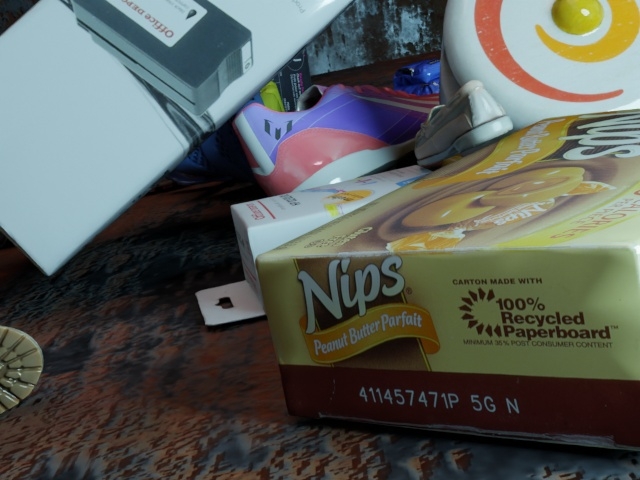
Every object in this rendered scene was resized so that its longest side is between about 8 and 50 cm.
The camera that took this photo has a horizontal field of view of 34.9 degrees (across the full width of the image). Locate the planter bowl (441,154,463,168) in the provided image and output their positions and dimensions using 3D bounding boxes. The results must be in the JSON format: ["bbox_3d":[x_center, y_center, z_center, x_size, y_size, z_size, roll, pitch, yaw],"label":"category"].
[{"bbox_3d":[0.201,-0.103,0.917,0.217,0.090,0.217,-11,12,3],"label":"planter bowl"}]

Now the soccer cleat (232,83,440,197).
[{"bbox_3d":[0.043,-0.107,0.955,0.109,0.116,0.318,-41,-6,37],"label":"soccer cleat"}]

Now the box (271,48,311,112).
[{"bbox_3d":[-0.145,-0.241,1.667,0.247,0.163,0.142,1,14,43],"label":"box"}]

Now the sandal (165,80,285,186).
[{"bbox_3d":[-0.116,-0.110,1.179,0.138,0.126,0.317,-19,8,-16],"label":"sandal"}]

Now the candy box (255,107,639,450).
[{"bbox_3d":[0.139,-0.003,0.530,0.183,0.087,0.316,-1,15,38],"label":"candy box"}]

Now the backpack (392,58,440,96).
[{"bbox_3d":[0.144,-0.168,1.237,0.098,0.101,0.120,-25,21,-25],"label":"backpack"}]

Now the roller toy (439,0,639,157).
[{"bbox_3d":[0.190,-0.138,0.778,0.209,0.191,0.146,23,-18,13],"label":"roller toy"}]

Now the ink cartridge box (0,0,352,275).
[{"bbox_3d":[-0.139,-0.168,0.903,0.395,0.166,0.285,-42,9,-3],"label":"ink cartridge box"}]

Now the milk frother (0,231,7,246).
[{"bbox_3d":[-0.394,-0.036,1.178,0.143,0.129,0.135,-53,-1,19],"label":"milk frother"}]

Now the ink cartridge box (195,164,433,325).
[{"bbox_3d":[0.000,0.000,0.699,0.181,0.061,0.104,-13,12,-9],"label":"ink cartridge box"}]

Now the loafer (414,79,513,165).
[{"bbox_3d":[0.091,-0.079,0.683,0.045,0.039,0.125,-24,2,-13],"label":"loafer"}]

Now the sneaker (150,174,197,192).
[{"bbox_3d":[-0.260,-0.111,1.311,0.299,0.112,0.121,-17,14,-25],"label":"sneaker"}]

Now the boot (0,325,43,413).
[{"bbox_3d":[-0.232,0.076,0.592,0.158,0.059,0.084,-12,8,3],"label":"boot"}]
